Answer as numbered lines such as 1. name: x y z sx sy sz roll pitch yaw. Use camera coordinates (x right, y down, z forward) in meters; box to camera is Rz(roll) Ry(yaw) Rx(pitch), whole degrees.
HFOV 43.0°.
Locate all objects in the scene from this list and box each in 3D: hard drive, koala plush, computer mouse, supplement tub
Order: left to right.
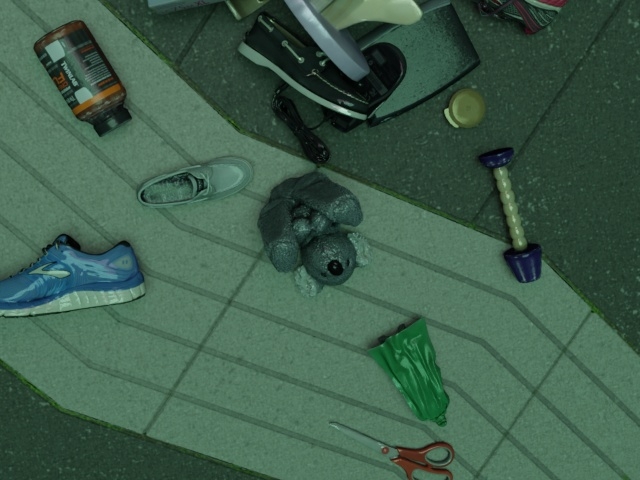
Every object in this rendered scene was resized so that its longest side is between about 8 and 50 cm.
1. supplement tub: -0.423 -0.289 1.471 0.106 0.106 0.197 -31 102 -1
2. koala plush: 0.000 0.000 1.565 0.196 0.203 0.221 -35 124 -1
3. computer mouse: 0.033 -0.286 1.523 0.262 0.060 0.184 -46 76 18
4. hard drive: 0.171 -0.345 1.565 0.255 0.054 0.172 -30 103 -1

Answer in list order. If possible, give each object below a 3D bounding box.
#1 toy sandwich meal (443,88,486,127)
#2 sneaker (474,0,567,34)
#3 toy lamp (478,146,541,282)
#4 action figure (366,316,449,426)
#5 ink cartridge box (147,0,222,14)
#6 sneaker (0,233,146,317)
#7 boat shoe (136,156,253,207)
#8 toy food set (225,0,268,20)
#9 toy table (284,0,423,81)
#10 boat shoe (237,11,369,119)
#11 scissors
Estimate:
1. toy sandwich meal: 0.287 -0.260 1.611 0.086 0.029 0.085 -1 97 -10
2. sneaker: 0.316 -0.481 1.526 0.299 0.120 0.112 23 136 -10
3. toy lamp: 0.389 -0.048 1.639 0.080 0.080 0.274 -17 102 -4
4. action figure: 0.203 0.289 1.683 0.137 0.063 0.232 -28 99 -4
5. ink cartridge box: -0.222 -0.559 1.390 0.186 0.065 0.311 -9 84 12
6. sneaker: -0.503 0.066 1.533 0.330 0.130 0.147 -9 87 -9
7. boat shoe: -0.237 -0.103 1.542 0.228 0.081 0.079 -14 102 -4
8. toy food set: -0.088 -0.576 1.468 0.306 0.092 0.219 -35 103 0
9. toy table: 0.040 -0.430 1.380 0.161 0.252 0.274 -36 110 20
10. boat shoe: -0.024 -0.315 1.450 0.303 0.114 0.091 35 106 23
11. scissors: 0.150 0.461 1.729 0.297 0.021 0.109 13 100 -11
